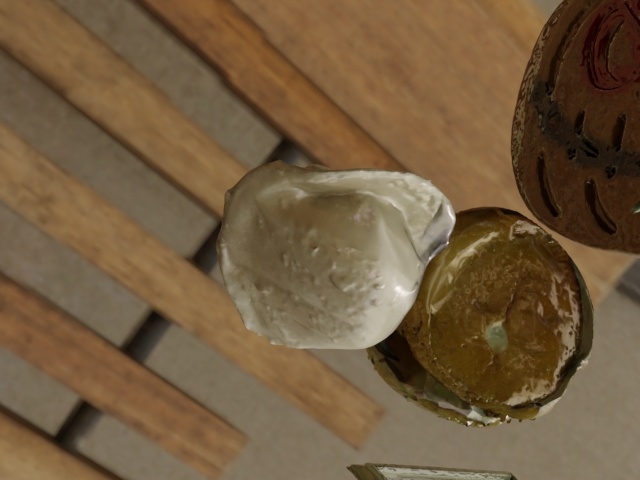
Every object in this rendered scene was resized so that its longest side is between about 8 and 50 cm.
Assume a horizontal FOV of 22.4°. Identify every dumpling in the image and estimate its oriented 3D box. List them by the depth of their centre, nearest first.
[{"bbox_3d":[0.001,0.000,1.072,0.176,0.150,0.092,-14,-142,56],"label":"dumpling"}]

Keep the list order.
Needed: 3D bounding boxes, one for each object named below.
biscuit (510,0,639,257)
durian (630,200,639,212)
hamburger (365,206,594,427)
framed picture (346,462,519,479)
[{"bbox_3d":[0.317,-0.137,1.434,0.367,0.063,0.314,11,-94,51],"label":"biscuit"},{"bbox_3d":[0.311,-0.189,1.194,0.132,0.375,0.106,17,-154,14],"label":"durian"},{"bbox_3d":[0.129,0.066,1.287,0.113,0.185,0.177,-41,-125,56],"label":"hamburger"},{"bbox_3d":[0.176,0.272,1.261,0.293,0.231,0.018,45,-70,35],"label":"framed picture"}]
